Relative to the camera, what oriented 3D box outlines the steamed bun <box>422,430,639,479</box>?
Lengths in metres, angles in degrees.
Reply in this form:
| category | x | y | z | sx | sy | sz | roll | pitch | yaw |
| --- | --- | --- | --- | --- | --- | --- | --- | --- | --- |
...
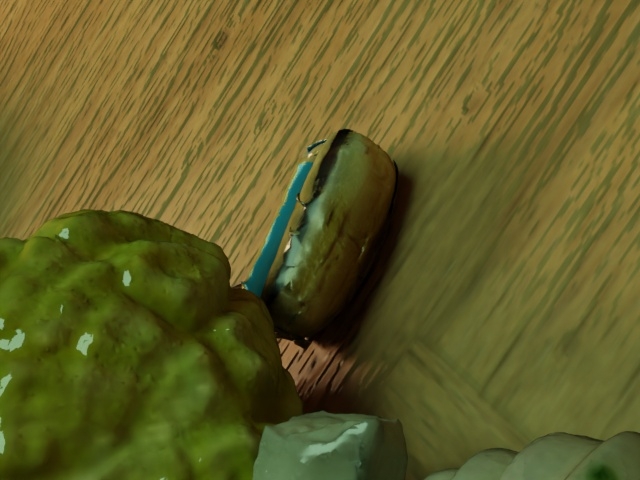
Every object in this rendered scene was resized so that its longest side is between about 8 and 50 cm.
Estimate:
| category | x | y | z | sx | sy | sz | roll | pitch | yaw |
| --- | --- | --- | --- | --- | --- | --- | --- | --- | --- |
| steamed bun | 0.075 | 0.146 | 0.452 | 0.183 | 0.106 | 0.183 | -26 | 50 | 36 |

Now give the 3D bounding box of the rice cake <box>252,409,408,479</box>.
| category | x | y | z | sx | sy | sz | roll | pitch | yaw |
| --- | --- | --- | --- | --- | --- | --- | --- | --- | --- |
| rice cake | -0.014 | 0.187 | 0.529 | 0.057 | 0.052 | 0.256 | 16 | 96 | 56 |

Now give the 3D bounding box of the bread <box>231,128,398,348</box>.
| category | x | y | z | sx | sy | sz | roll | pitch | yaw |
| --- | --- | --- | --- | --- | --- | --- | --- | --- | --- |
| bread | 0.000 | 0.000 | 0.672 | 0.106 | 0.053 | 0.072 | -68 | 14 | -11 |

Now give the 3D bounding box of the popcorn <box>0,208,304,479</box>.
| category | x | y | z | sx | sy | sz | roll | pitch | yaw |
| --- | --- | --- | --- | --- | --- | --- | --- | --- | --- |
| popcorn | -0.123 | 0.111 | 0.634 | 0.251 | 0.206 | 0.237 | -31 | 66 | 61 |
